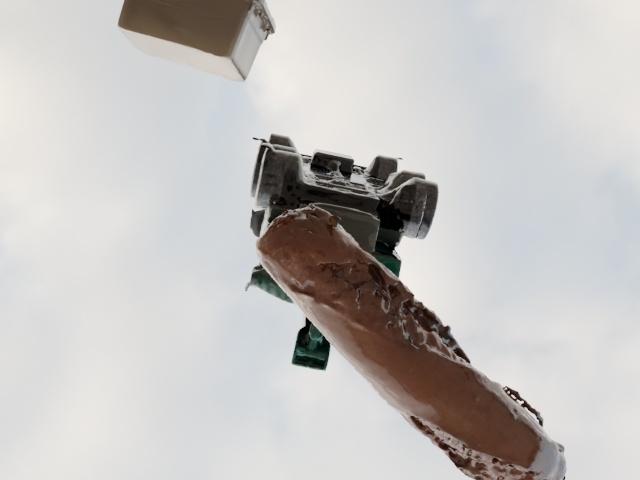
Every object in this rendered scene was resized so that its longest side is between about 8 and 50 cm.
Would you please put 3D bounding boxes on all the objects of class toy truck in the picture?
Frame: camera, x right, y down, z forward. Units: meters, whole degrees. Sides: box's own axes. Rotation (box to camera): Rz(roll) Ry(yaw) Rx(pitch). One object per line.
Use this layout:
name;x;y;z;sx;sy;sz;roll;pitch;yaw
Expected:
toy truck;0.002;-0.008;1.174;0.177;0.178;0.363;12;-169;-4

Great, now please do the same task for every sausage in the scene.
sausage;0.079;0.099;0.924;0.079;0.326;0.087;-41;-170;23

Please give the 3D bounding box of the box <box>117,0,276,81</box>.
box;-0.106;-0.181;0.969;0.122;0.089;0.062;18;-97;9
